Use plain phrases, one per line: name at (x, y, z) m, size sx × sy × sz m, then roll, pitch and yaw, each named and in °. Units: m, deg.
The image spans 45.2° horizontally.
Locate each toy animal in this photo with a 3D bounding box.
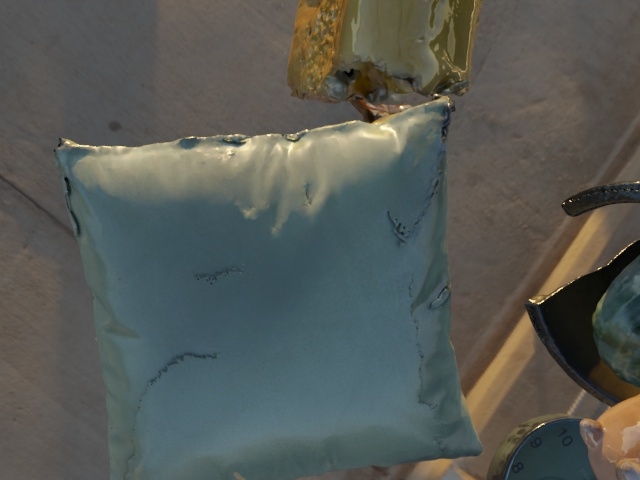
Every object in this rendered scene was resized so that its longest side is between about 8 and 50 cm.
toy animal at (0.404, 0.195, 0.809) m, size 0.250 × 0.154 × 0.166 m, roll -34°, pitch 39°, yaw 3°

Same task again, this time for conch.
conch at (0.470, 0.112, 1.008) m, size 0.220 × 0.195 × 0.277 m, roll -1°, pitch 62°, yaw -1°

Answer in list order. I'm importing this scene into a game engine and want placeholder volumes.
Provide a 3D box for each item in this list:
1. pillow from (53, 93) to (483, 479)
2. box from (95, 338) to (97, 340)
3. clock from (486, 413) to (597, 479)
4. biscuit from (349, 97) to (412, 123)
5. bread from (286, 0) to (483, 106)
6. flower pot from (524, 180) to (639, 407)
pillow at (-0.033, 0.058, 0.599) m, size 0.309 × 0.119 × 0.313 m, roll -9°, pitch 102°, yaw -8°
box at (-0.243, 0.062, 1.123) m, size 0.081 × 0.199 × 0.135 m, roll 25°, pitch 42°, yaw -20°
clock at (0.470, 0.487, 1.448) m, size 0.318 × 0.066 × 0.319 m, roll 2°, pitch 77°, yaw -11°
biscuit at (0.067, -0.282, 1.391) m, size 0.138 × 0.031 × 0.205 m, roll -27°, pitch 66°, yaw -40°
bread at (0.126, -0.389, 1.170) m, size 0.250 × 0.361 × 0.395 m, roll 8°, pitch 95°, yaw -22°
flower pot at (0.505, 0.050, 1.042) m, size 0.251 × 0.379 × 0.379 m, roll -34°, pitch 82°, yaw -37°
